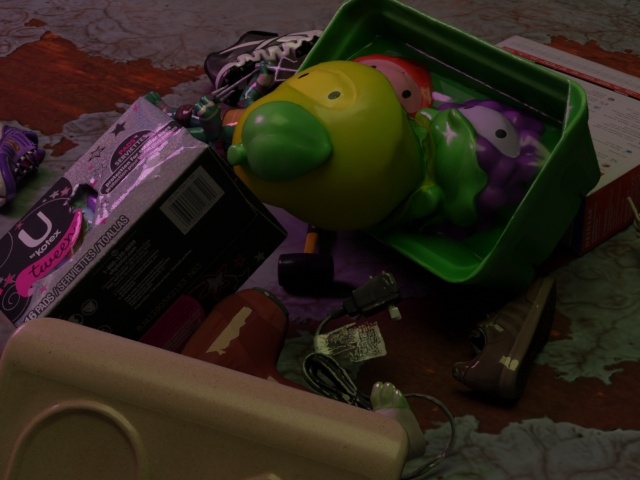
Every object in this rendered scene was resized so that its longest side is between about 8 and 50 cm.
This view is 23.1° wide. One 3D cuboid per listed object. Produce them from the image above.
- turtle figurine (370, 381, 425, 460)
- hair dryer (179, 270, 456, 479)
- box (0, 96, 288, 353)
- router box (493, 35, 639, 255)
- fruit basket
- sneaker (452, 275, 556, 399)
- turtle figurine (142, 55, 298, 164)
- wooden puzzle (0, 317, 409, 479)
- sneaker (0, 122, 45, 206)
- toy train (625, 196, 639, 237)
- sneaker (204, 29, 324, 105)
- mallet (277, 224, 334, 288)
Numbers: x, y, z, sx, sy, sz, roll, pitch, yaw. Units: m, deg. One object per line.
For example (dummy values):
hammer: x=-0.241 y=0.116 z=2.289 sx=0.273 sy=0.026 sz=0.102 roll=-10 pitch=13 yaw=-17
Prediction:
turtle figurine: x=-0.069 y=0.189 z=1.303 sx=0.266 sy=0.198 sz=0.274 roll=-25 pitch=42 yaw=-26
hair dryer: x=-0.036 y=0.137 z=1.474 sx=0.293 sy=0.080 sz=0.224 roll=-14 pitch=52 yaw=-2
box: x=-0.189 y=0.011 z=1.533 sx=0.247 sy=0.163 sz=0.142 roll=-47 pitch=44 yaw=-7
router box: x=0.278 y=-0.131 z=1.941 sx=0.335 sy=0.082 sz=0.301 roll=27 pitch=41 yaw=37
fruit basket: x=0.071 y=-0.115 z=1.660 sx=0.392 sy=0.392 sz=0.283 roll=32 pitch=87 yaw=41
sneaker: x=0.191 y=0.089 z=1.596 sx=0.071 sy=0.066 sz=0.188 roll=11 pitch=32 yaw=18
turtle figurine: x=-0.119 y=-0.154 z=1.948 sx=0.234 sy=0.118 sz=0.175 roll=-6 pitch=13 yaw=20
wooden puzzle: x=-0.125 y=0.260 z=1.152 sx=0.322 sy=0.348 sz=0.080 roll=15 pitch=-10 yaw=16
sneaker: x=-0.373 y=-0.098 z=1.906 sx=0.071 sy=0.068 sz=0.170 roll=3 pitch=30 yaw=-7
toy train: x=0.435 y=0.016 z=1.694 sx=0.143 sy=0.105 sz=0.248 roll=5 pitch=30 yaw=-11
sneaker: x=-0.058 y=-0.256 z=2.150 sx=0.234 sy=0.078 sz=0.106 roll=-19 pitch=39 yaw=-25
mallet: x=0.000 y=0.000 z=1.776 sx=0.062 sy=0.039 sz=0.190 roll=6 pitch=28 yaw=11
